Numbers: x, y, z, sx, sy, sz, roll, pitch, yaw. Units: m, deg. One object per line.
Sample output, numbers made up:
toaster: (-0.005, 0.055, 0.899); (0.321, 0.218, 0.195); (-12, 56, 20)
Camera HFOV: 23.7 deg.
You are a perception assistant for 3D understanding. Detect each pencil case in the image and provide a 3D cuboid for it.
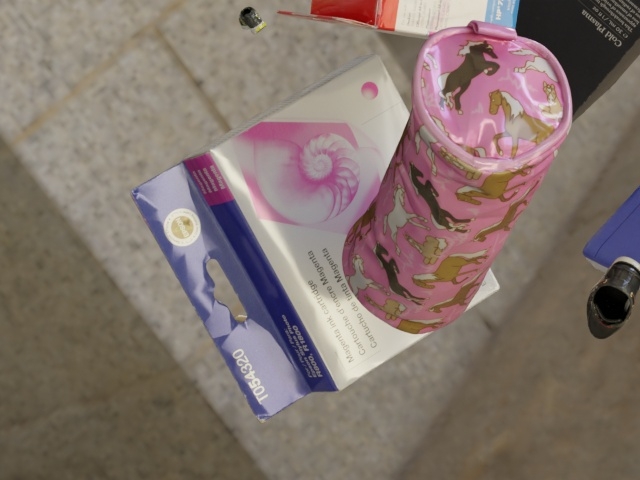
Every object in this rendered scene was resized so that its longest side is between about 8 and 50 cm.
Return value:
pencil case: (0.127, -0.053, 1.510); (0.160, 0.167, 0.386); (-30, -17, -22)

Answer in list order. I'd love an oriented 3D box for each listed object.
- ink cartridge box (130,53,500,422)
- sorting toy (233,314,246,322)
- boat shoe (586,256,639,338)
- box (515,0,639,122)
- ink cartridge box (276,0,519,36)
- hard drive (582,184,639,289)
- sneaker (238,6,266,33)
ink cartridge box: (0.000, 0.000, 1.780); (0.330, 0.324, 0.071); (-32, 12, -15)
sorting toy: (-0.100, 0.108, 1.978); (0.062, 0.012, 0.083); (-9, -15, 44)
boat shoe: (0.300, 0.067, 1.587); (0.042, 0.049, 0.133); (-54, -13, -29)
box: (0.330, -0.393, 2.126); (0.179, 0.343, 0.312); (-40, -9, -42)
ink cartridge box: (0.084, -0.261, 1.645); (0.231, 0.078, 0.134); (3, 8, -33)
hard drive: (0.429, -0.018, 1.605); (0.210, 0.040, 0.319); (-47, 23, -4)
sneaker: (-0.102, -0.325, 2.209); (0.031, 0.035, 0.083); (-36, 26, -7)
